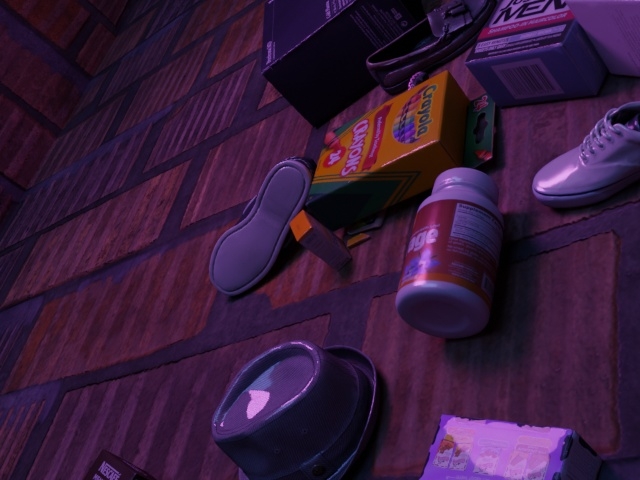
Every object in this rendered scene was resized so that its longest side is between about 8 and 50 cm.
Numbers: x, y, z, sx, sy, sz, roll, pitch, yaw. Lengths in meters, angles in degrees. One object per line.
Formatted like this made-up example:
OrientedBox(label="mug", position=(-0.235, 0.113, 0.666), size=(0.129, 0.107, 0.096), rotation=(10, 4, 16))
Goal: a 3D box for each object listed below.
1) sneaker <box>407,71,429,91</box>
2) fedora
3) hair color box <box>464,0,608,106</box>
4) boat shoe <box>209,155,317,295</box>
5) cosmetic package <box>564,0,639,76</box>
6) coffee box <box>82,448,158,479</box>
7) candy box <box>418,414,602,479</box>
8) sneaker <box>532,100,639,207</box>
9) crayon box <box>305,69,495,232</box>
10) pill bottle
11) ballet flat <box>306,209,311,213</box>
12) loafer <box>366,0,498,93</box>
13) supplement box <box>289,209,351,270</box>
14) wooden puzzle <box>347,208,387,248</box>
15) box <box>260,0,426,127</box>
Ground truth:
OrientedBox(label="sneaker", position=(0.183, -0.257, 1.414), size=(0.057, 0.047, 0.119), rotation=(7, 60, 31))
OrientedBox(label="fedora", position=(-0.054, 0.238, 1.072), size=(0.275, 0.124, 0.243), rotation=(-35, 33, 20))
OrientedBox(label="hair color box", position=(0.398, -0.394, 1.223), size=(0.185, 0.113, 0.374), rotation=(4, 57, 52))
OrientedBox(label="boat shoe", position=(-0.097, -0.024, 1.433), size=(0.302, 0.114, 0.091), rotation=(-49, -3, 23))
OrientedBox(label="cosmetic package", position=(0.460, -0.315, 1.022), size=(0.151, 0.151, 0.184), rotation=(-50, 31, -5))
OrientedBox(label="coffee box", position=(-0.345, 0.468, 1.202), size=(0.141, 0.098, 0.246), rotation=(5, 60, 53))
OrientedBox(label="candy box", position=(0.174, 0.287, 0.792), size=(0.165, 0.070, 0.196), rotation=(-5, 51, 48))
OrientedBox(label="sneaker", position=(0.375, -0.124, 0.974), size=(0.258, 0.091, 0.094), rotation=(-25, 38, 33))
OrientedBox(label="crayon box", position=(0.134, -0.158, 1.302), size=(0.319, 0.081, 0.202), rotation=(-24, 34, 32))
OrientedBox(label="pill bottle", position=(0.178, 0.012, 1.040), size=(0.121, 0.121, 0.216), rotation=(-17, 43, 40))
OrientedBox(label="ballet flat", position=(-0.057, -0.067, 1.480), size=(0.168, 0.052, 0.057), rotation=(-27, 37, 31))
OrientedBox(label="loafer", position=(0.207, -0.382, 1.465), size=(0.267, 0.084, 0.096), rotation=(-36, 43, 21))
OrientedBox(label="supplement box", position=(0.000, 0.000, 1.292), size=(0.036, 0.098, 0.062), rotation=(-45, 32, 12))
OrientedBox(label="wooden puzzle", position=(0.080, -0.043, 1.323), size=(0.079, 0.014, 0.116), rotation=(-20, 41, 38))
OrientedBox(label="box", position=(0.047, -0.471, 1.676), size=(0.313, 0.179, 0.343), rotation=(-31, 35, 23))
